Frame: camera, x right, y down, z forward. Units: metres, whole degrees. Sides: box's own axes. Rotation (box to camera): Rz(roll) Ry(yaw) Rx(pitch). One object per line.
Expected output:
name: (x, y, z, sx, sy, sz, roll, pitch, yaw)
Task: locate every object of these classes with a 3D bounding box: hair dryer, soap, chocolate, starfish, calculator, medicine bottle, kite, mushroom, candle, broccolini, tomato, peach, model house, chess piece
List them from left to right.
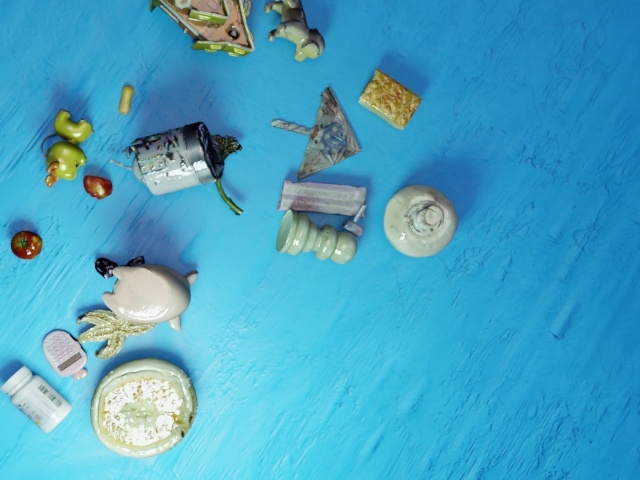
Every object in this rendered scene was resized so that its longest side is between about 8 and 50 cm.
tomato: (-0.848, 0.015, 1.790, 0.087, 0.075, 0.087, 1, 79, -3)
medicine bottle: (-0.817, 0.455, 1.779, 0.103, 0.103, 0.186, -45, 100, -10)
calculator: (-0.754, 0.343, 1.837, 0.103, 0.024, 0.166, -35, 95, -12)
peach: (-0.667, -0.166, 1.848, 0.077, 0.050, 0.083, -36, 94, -13)
starfish: (-0.606, 0.249, 1.855, 0.238, 0.071, 0.216, 3, 95, -20)
chocolate: (-0.600, 0.082, 1.862, 0.147, 0.072, 0.070, -7, 132, -6)
soap: (-0.592, -0.427, 1.885, 0.034, 0.012, 0.089, 12, 87, -14)
candle: (-0.460, -0.231, 1.824, 0.330, 0.187, 0.187, -13, 93, 4)
model house: (-0.282, -0.716, 1.828, 0.323, 0.300, 0.340, 40, 87, -21)
broccolini: (-0.279, -0.211, 1.936, 0.123, 0.062, 0.271, -21, 89, 2)
kite: (-0.009, -0.348, 2.030, 0.314, 0.011, 0.335, 17, 85, -13)
chess piece: (0.000, 0.000, 1.972, 0.251, 0.144, 0.144, 16, 86, -18)
hair dryer: (0.126, -0.075, 2.006, 0.063, 0.037, 0.114, 33, 88, -20)
mushroom: (0.328, -0.067, 2.017, 0.246, 0.202, 0.246, 1, 84, -5)

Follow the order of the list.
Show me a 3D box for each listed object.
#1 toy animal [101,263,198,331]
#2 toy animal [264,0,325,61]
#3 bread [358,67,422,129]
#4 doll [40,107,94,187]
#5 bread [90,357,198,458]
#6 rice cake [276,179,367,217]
toy animal: (-0.486, 0.160, 1.791, 0.213, 0.256, 0.195, 18, 89, -2)
toy animal: (-0.086, -0.679, 1.963, 0.169, 0.121, 0.233, -15, 83, -30)
bread: (0.229, -0.466, 2.059, 0.188, 0.068, 0.125, 32, 83, -12)
doll: (-0.744, -0.256, 1.789, 0.135, 0.143, 0.221, 23, 77, -15)
bread: (-0.517, 0.489, 1.826, 0.306, 0.159, 0.305, 1, 86, -13)
rice cake: (0.010, -0.136, 2.013, 0.298, 0.050, 0.106, 5, 89, -14)
